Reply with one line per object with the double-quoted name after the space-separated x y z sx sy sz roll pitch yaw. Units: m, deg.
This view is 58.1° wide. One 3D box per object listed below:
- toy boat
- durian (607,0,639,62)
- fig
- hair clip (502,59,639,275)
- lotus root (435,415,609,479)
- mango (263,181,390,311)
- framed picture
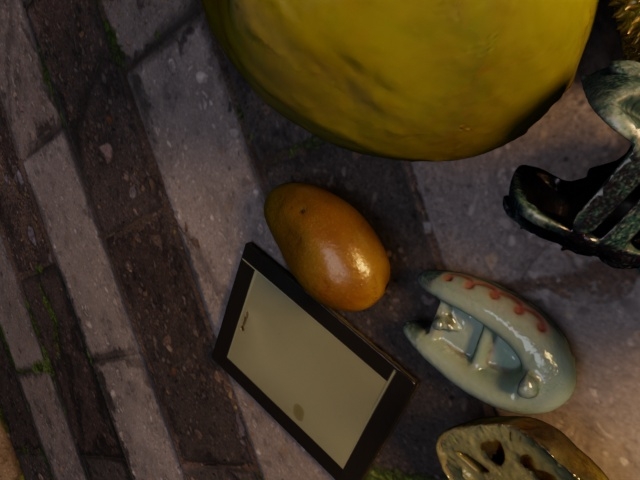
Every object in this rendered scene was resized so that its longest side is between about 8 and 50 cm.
0.183 0.119 0.654 0.208 0.079 0.134 32 119 31 "toy boat"
0.281 -0.196 0.406 0.146 0.102 0.208 -33 124 20 "durian"
0.077 -0.223 0.485 0.343 0.343 0.343 14 112 37 "fig"
0.306 -0.003 0.426 0.310 0.206 0.194 45 124 20 "hair clip"
0.236 0.261 0.647 0.204 0.078 0.183 -28 95 52 "lotus root"
0.000 0.000 0.762 0.227 0.099 0.136 45 135 31 "mango"
-0.031 0.198 0.900 0.347 0.016 0.265 36 124 26 "framed picture"
